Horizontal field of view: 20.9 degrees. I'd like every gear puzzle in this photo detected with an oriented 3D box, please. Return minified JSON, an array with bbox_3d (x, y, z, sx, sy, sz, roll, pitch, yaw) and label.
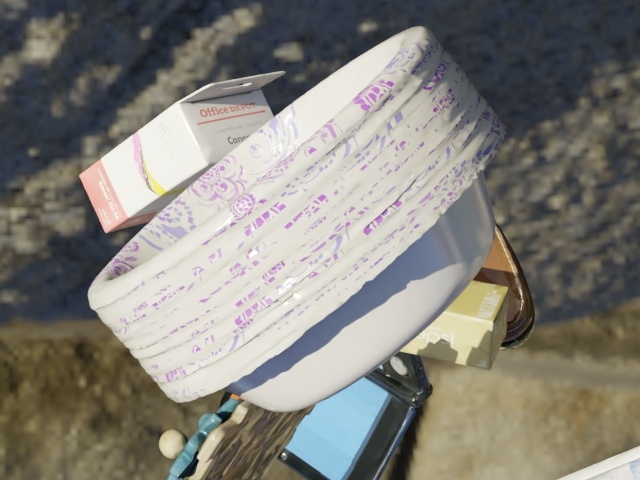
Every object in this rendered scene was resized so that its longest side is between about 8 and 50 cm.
[{"bbox_3d":[-0.053,0.143,1.397,0.175,0.044,0.339,-58,167,25],"label":"gear puzzle"}]

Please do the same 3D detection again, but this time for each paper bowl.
[{"bbox_3d":[0.000,0.000,1.137,0.284,0.284,0.148,-32,101,42],"label":"paper bowl"}]

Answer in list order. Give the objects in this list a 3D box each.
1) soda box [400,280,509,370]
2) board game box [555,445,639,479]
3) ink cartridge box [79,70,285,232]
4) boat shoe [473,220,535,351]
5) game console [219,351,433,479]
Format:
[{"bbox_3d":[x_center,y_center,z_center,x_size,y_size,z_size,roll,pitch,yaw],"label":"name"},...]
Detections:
[{"bbox_3d":[0.085,0.067,1.658,0.181,0.058,0.061,12,127,17],"label":"soda box"},{"bbox_3d":[0.283,0.318,1.367,0.390,0.050,0.390,-27,123,25],"label":"board game box"},{"bbox_3d":[-0.116,-0.083,1.615,0.198,0.067,0.115,-31,171,41],"label":"ink cartridge box"},{"bbox_3d":[0.120,-0.025,1.803,0.111,0.307,0.104,-31,163,-7],"label":"boat shoe"},{"bbox_3d":[-0.019,0.155,2.222,0.173,0.293,0.250,-41,136,-23],"label":"game console"}]
